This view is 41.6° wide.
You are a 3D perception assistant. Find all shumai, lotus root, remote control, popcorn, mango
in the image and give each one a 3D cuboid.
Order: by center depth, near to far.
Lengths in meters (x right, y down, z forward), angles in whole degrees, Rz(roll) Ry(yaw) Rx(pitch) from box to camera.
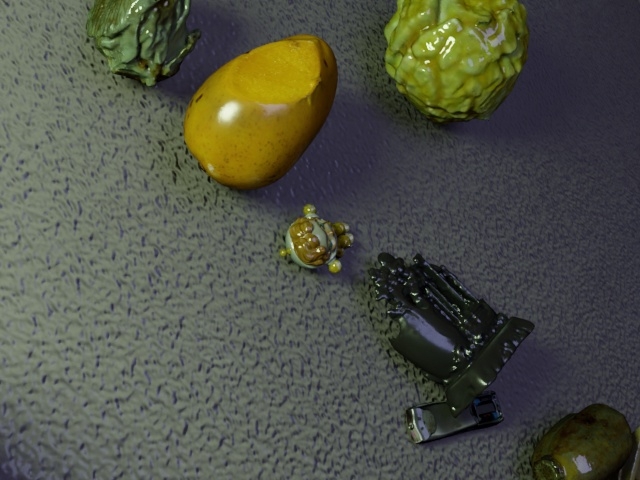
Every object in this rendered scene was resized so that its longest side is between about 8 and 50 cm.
[{"bbox_3d":[-0.208,-0.288,1.097,0.142,0.184,0.184,28,52,-38],"label":"shumai"},{"bbox_3d":[-0.072,-0.177,1.152,0.160,0.191,0.290,34,51,7],"label":"mango"},{"bbox_3d":[0.211,0.271,1.303,0.212,0.028,0.059,-1,71,-43],"label":"remote control"},{"bbox_3d":[0.437,0.352,1.399,0.241,0.124,0.123,-22,67,-46],"label":"lotus root"},{"bbox_3d":[0.235,-0.341,1.485,0.282,0.247,0.282,17,47,-19],"label":"popcorn"}]

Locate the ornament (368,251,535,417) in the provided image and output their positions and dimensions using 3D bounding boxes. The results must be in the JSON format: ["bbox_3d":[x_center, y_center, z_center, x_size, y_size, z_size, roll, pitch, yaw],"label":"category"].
[{"bbox_3d":[0.189,0.115,1.323,0.260,0.106,0.251,48,37,9],"label":"ornament"}]

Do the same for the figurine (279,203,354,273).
[{"bbox_3d":[-0.001,-0.005,1.228,0.101,0.068,0.143,53,32,-14],"label":"figurine"}]

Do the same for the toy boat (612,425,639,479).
[{"bbox_3d":[0.520,0.516,1.367,0.136,0.162,0.445,35,49,-21],"label":"toy boat"}]
